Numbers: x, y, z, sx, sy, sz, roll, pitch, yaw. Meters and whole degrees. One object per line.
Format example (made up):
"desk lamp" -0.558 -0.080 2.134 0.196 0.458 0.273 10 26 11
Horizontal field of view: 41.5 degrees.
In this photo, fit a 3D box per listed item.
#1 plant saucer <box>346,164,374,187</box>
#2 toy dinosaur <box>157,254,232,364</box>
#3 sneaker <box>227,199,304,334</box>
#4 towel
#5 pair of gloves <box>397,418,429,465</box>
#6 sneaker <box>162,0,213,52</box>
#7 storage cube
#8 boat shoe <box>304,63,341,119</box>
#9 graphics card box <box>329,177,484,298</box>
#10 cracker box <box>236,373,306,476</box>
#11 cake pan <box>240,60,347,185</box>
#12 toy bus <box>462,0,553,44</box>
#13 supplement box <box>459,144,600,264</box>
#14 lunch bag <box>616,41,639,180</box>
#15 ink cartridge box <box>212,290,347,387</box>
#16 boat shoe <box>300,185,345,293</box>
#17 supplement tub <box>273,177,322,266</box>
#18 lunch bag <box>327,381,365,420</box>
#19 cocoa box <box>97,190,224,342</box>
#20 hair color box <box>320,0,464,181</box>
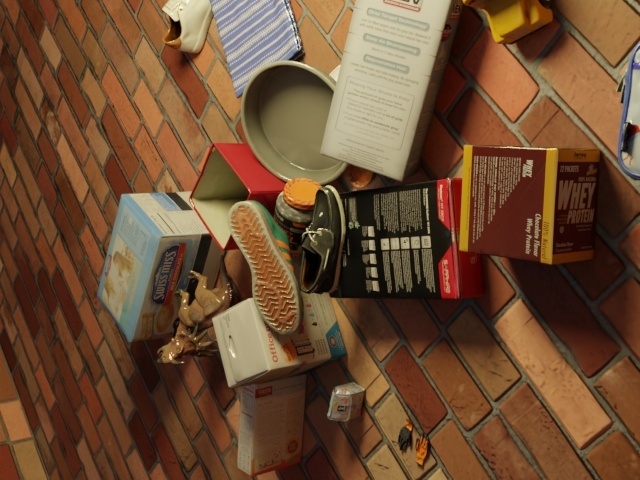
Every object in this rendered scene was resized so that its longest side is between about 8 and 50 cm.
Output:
"plant saucer" 0.090 -0.158 1.851 0.083 0.013 0.083 6 98 48
"toy dinosaur" -0.293 0.190 2.171 0.296 0.127 0.200 -51 34 15
"sneaker" -0.098 0.052 1.831 0.108 0.121 0.302 -20 89 22
"towel" -0.172 -0.552 2.068 0.243 0.040 0.336 -27 73 38
"pair of gloves" 0.197 0.427 1.787 0.083 0.010 0.074 32 117 43
"sneaker" -0.341 -0.635 2.218 0.106 0.123 0.290 40 121 41
"storage cube" -0.167 -0.105 2.014 0.215 0.193 0.184 52 129 31
"boat shoe" 0.017 -0.323 1.888 0.184 0.066 0.063 125 150 -47
"graphics card box" 0.160 0.004 1.725 0.371 0.094 0.233 -5 90 49
"cracker box" -0.118 0.435 2.036 0.067 0.155 0.232 15 104 48
"cake pan" -0.043 -0.262 1.874 0.293 0.054 0.293 16 123 26
"toy bus" 0.301 -0.521 1.487 0.108 0.130 0.333 -21 77 48
"supplement box" 0.360 -0.067 1.463 0.194 0.129 0.191 9 100 48
"lunch bag" 0.578 -0.192 1.220 0.303 0.115 0.243 16 103 46
"ink cartridge box" -0.095 0.222 1.931 0.168 0.232 0.171 -31 70 46
"boat shoe" 0.000 0.000 1.786 0.084 0.079 0.233 16 105 52
"supplement tub" -0.050 -0.041 1.911 0.117 0.117 0.190 50 144 34
"lunch bag" 0.055 0.364 1.887 0.053 0.083 0.071 27 113 45
"cocoa box" -0.436 0.069 2.310 0.231 0.228 0.347 43 124 38
"hair color box" 0.140 -0.326 1.656 0.185 0.113 0.374 20 111 17
